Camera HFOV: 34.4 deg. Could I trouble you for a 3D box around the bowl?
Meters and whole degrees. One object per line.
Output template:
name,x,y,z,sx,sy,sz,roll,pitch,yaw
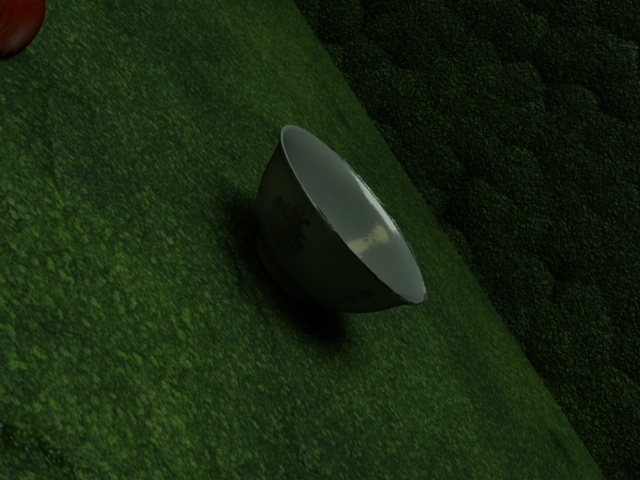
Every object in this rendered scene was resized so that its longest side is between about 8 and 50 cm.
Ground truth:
bowl,0.000,0.000,1.604,0.345,0.157,0.345,47,17,-19

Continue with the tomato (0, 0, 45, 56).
tomato,-0.433,-0.338,1.290,0.225,0.085,0.225,43,21,-22
